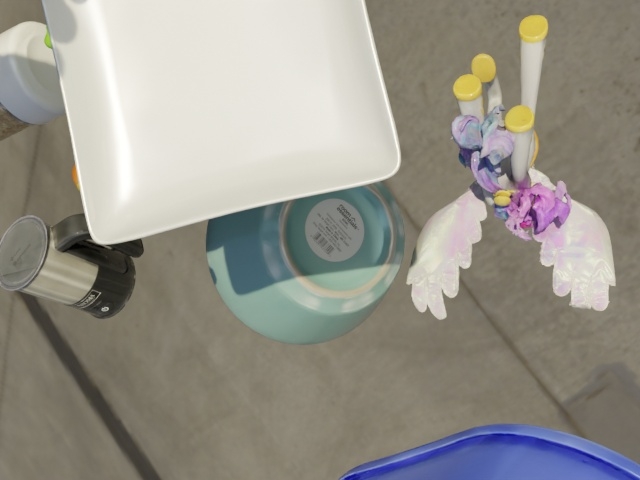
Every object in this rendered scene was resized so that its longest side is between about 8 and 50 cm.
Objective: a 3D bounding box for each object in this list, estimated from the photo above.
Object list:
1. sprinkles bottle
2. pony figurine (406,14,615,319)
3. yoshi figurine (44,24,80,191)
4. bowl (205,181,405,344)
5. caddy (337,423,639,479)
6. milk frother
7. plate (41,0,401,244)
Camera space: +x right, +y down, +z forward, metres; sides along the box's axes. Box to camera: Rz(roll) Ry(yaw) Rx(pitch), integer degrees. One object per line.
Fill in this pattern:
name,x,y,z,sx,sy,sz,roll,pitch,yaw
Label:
sprinkles bottle,-0.477,-0.167,1.278,0.355,0.121,0.121,-18,102,29
pony figurine,0.278,-0.084,1.422,0.302,0.351,0.363,2,142,18
yoshi figurine,-0.190,-0.214,1.058,0.203,0.203,0.362,-17,67,24
bowl,0.000,0.000,1.435,0.312,0.311,0.163,63,161,-5
caddy,0.113,0.252,0.633,0.241,0.179,0.341,53,137,-5
milk frother,-0.282,-0.002,1.098,0.134,0.129,0.143,29,-163,-51
plate,-0.089,-0.158,0.830,0.045,0.277,0.277,0,-103,-79
